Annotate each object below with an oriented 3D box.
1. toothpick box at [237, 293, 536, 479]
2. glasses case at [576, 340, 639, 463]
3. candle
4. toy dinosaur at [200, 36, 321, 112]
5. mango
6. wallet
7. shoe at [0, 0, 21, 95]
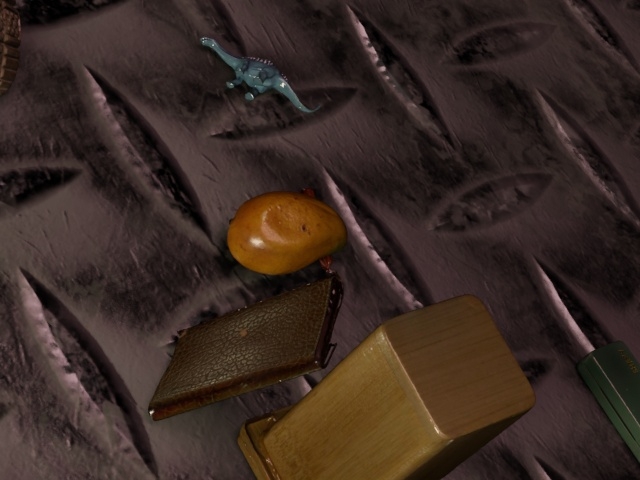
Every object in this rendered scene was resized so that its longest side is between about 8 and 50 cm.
[{"bbox_3d":[0.077,0.205,1.575,0.187,0.308,0.190,-13,66,-37],"label":"toothpick box"},{"bbox_3d":[0.437,0.230,1.958,0.078,0.039,0.184,-16,66,-38],"label":"glasses case"},{"bbox_3d":[-0.001,0.000,1.885,0.026,0.021,0.167,21,44,-44],"label":"candle"},{"bbox_3d":[-0.088,-0.232,1.994,0.197,0.045,0.080,31,35,-2],"label":"toy dinosaur"},{"bbox_3d":[-0.045,-0.015,1.817,0.165,0.089,0.115,-25,68,-35],"label":"mango"},{"bbox_3d":[-0.082,0.126,1.595,0.039,0.243,0.133,48,37,-29],"label":"wallet"},{"bbox_3d":[-0.497,-0.329,1.755,0.198,0.172,0.351,-14,80,2],"label":"shoe"}]
